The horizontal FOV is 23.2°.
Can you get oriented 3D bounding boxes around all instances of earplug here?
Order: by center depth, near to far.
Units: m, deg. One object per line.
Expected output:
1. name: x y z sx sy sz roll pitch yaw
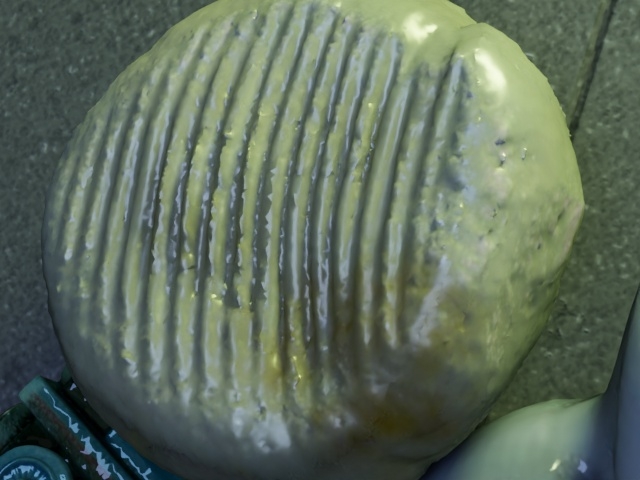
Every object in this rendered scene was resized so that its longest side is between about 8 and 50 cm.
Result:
1. earplug: 0.179 0.135 0.982 0.175 0.214 0.325 38 102 18

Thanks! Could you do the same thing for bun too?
1. bun: 0.000 0.000 1.038 0.365 0.219 0.365 -9 71 26

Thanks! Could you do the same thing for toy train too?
1. toy train: -0.103 0.199 1.113 0.194 0.120 0.298 -46 73 0
